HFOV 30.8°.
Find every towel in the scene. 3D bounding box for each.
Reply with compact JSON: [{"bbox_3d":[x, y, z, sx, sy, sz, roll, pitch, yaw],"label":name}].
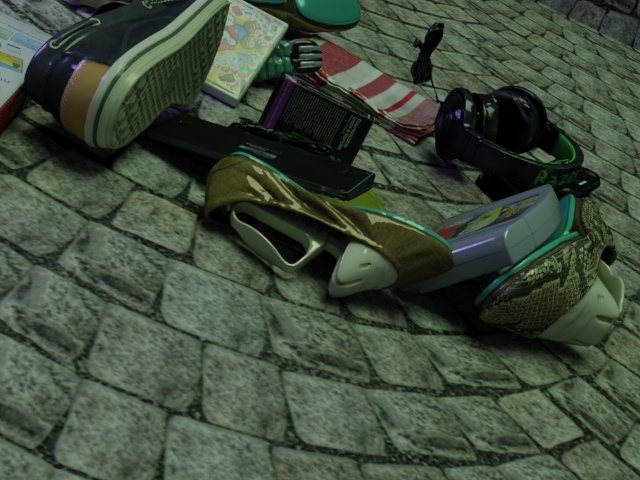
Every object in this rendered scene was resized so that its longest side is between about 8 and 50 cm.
[{"bbox_3d":[0.085,-0.300,2.228,0.329,0.037,0.237,32,25,10],"label":"towel"}]

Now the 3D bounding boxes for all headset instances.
[{"bbox_3d":[0.304,-0.234,2.079,0.243,0.185,0.394,-8,37,-42],"label":"headset"}]

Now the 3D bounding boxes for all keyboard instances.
[{"bbox_3d":[-0.075,-0.124,1.662,0.317,0.033,0.201,19,24,16],"label":"keyboard"}]

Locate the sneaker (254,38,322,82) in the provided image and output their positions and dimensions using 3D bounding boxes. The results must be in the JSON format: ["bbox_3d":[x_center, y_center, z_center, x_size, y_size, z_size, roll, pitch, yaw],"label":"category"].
[{"bbox_3d":[-0.112,-0.311,2.043,0.224,0.083,0.098,-1,-2,-26],"label":"sneaker"}]

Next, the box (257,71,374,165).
[{"bbox_3d":[-0.012,-0.175,1.804,0.162,0.116,0.029,27,24,-4],"label":"box"}]

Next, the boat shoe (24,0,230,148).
[{"bbox_3d":[-0.255,-0.268,1.648,0.156,0.186,0.500,25,27,5],"label":"boat shoe"}]

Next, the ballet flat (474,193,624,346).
[{"bbox_3d":[0.373,0.059,1.722,0.182,0.164,0.483,48,26,4],"label":"ballet flat"}]

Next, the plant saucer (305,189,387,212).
[{"bbox_3d":[0.005,-0.063,1.703,0.241,0.037,0.241,23,26,-12],"label":"plant saucer"}]

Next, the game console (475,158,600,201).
[{"bbox_3d":[0.444,-0.092,2.181,0.213,0.044,0.361,36,28,18],"label":"game console"}]

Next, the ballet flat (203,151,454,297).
[{"bbox_3d":[0.000,0.000,1.508,0.342,0.116,0.124,25,55,1],"label":"ballet flat"}]

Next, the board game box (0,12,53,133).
[{"bbox_3d":[-0.494,-0.238,1.508,0.242,0.064,0.316,24,26,-7],"label":"board game box"}]

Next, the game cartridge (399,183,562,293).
[{"bbox_3d":[0.241,-0.008,1.666,0.294,0.196,0.060,-36,108,-62],"label":"game cartridge"}]

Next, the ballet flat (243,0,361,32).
[{"bbox_3d":[-0.083,-0.468,2.294,0.349,0.123,0.123,2,35,-37],"label":"ballet flat"}]

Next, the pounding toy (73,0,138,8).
[{"bbox_3d":[-0.404,-0.477,2.010,0.181,0.094,0.206,11,30,-32],"label":"pounding toy"}]

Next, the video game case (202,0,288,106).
[{"bbox_3d":[-0.195,-0.345,1.941,0.227,0.026,0.206,28,54,1],"label":"video game case"}]
